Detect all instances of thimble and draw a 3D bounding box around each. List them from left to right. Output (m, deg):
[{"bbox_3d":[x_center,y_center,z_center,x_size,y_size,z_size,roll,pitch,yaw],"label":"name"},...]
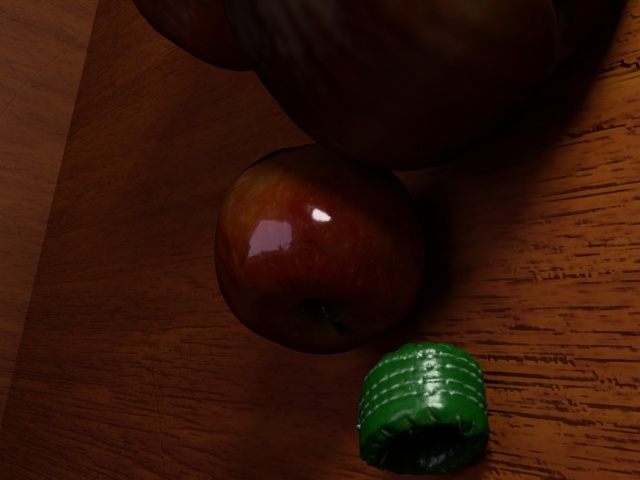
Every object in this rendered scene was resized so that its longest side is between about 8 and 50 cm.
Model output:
[{"bbox_3d":[0.093,0.159,0.991,0.130,0.118,0.090,-27,47,31],"label":"thimble"}]

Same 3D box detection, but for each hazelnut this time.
[{"bbox_3d":[0.090,-0.256,1.003,0.409,0.359,0.359,126,147,-49],"label":"hazelnut"}]

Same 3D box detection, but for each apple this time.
[{"bbox_3d":[0.000,0.000,1.130,0.230,0.230,0.230,-36,46,49],"label":"apple"}]

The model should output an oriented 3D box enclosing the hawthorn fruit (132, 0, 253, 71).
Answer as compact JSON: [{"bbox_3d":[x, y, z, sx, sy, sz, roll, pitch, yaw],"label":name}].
[{"bbox_3d":[-0.085,-0.385,1.354,0.403,0.403,0.403,-36,46,49],"label":"hawthorn fruit"}]
